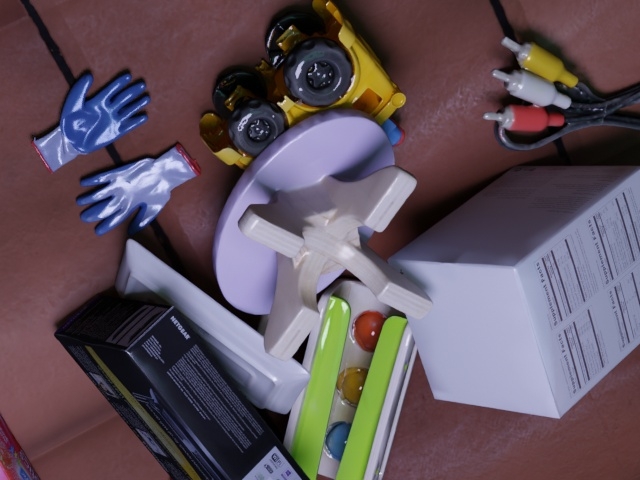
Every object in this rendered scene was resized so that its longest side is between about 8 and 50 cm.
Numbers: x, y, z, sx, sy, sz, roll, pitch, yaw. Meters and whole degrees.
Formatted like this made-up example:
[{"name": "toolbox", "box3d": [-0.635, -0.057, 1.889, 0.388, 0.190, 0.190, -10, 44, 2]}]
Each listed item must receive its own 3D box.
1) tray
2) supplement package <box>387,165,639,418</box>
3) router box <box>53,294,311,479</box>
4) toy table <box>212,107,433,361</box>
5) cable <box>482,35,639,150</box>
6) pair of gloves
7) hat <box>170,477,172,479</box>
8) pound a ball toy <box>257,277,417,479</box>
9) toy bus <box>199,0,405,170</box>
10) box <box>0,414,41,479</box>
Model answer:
[{"name": "tray", "box3d": [-0.140, 0.114, 1.700, 0.270, 0.145, 0.030, 36, 60, 4]}, {"name": "supplement package", "box3d": [0.259, 0.052, 1.697, 0.263, 0.199, 0.198, -34, 114, -36]}, {"name": "router box", "box3d": [-0.163, 0.209, 1.709, 0.081, 0.243, 0.309, -44, 112, -22]}, {"name": "toy table", "box3d": [0.000, 0.000, 1.593, 0.252, 0.161, 0.274, 15, 113, -25]}, {"name": "cable", "box3d": [0.333, -0.159, 1.767, 0.287, 0.072, 0.139, 11, 102, -13]}, {"name": "pair of gloves", "box3d": [-0.250, -0.105, 1.716, 0.159, 0.023, 0.198, -33, 110, 0]}, {"name": "hat", "box3d": [-0.144, 0.444, 1.825, 0.208, 0.173, 0.183, 30, 102, -15]}, {"name": "pound a ball toy", "box3d": [0.010, 0.162, 1.804, 0.208, 0.136, 0.319, 17, 106, 12]}, {"name": "toy bus", "box3d": [-0.004, -0.145, 1.687, 0.220, 0.149, 0.211, -44, 118, 8]}, {"name": "box", "box3d": [-0.412, 0.339, 1.772, 0.123, 0.128, 0.256, -26, 109, 0]}]
